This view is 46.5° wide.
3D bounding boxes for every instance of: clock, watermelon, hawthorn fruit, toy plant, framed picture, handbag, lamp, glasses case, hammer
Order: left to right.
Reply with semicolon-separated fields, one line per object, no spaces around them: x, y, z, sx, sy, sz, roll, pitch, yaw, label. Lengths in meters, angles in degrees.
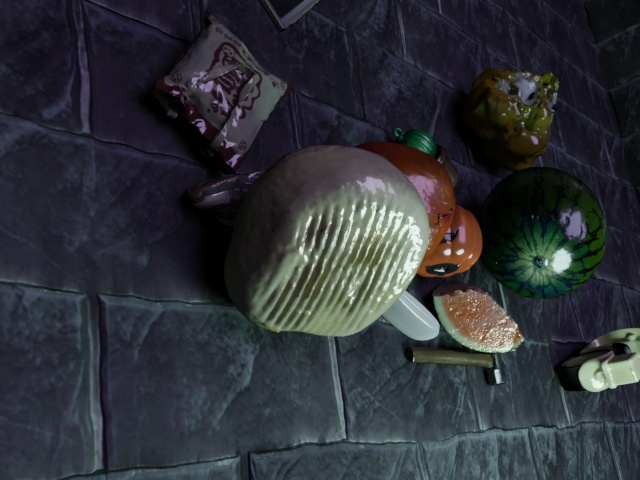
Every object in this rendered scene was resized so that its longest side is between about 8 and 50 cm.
-0.174;-0.265;1.315;0.213;0.127;0.235;45;55;-25;handbag
-0.082;-0.596;1.675;0.192;0.018;0.265;55;39;-18;framed picture
0.093;-0.075;1.454;0.307;0.276;0.276;16;59;-29;hawthorn fruit
0.178;0.152;1.575;0.193;0.074;0.049;42;44;-29;glasses case
0.243;-0.192;1.811;0.200;0.105;0.143;35;60;-12;toy plant
0.266;-0.008;1.674;0.187;0.187;0.164;22;55;-44;lamp
0.314;0.274;1.718;0.365;0.043;0.111;13;64;-45;hammer
0.352;0.180;1.755;0.231;0.128;0.146;46;2;-7;watermelon
0.571;-0.021;1.936;0.363;0.363;0.363;26;54;-41;watermelon
0.847;0.339;2.147;0.379;0.276;0.120;-19;89;-49;clock

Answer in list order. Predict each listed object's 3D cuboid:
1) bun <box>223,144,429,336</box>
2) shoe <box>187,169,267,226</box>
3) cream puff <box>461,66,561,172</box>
0.000;0.000;1.256;0.361;0.361;0.213;31;19;-38;bun
-0.150;-0.065;1.283;0.180;0.089;0.092;-18;99;-50;shoe
0.547;-0.350;2.176;0.323;0.269;0.274;-55;150;-47;cream puff
